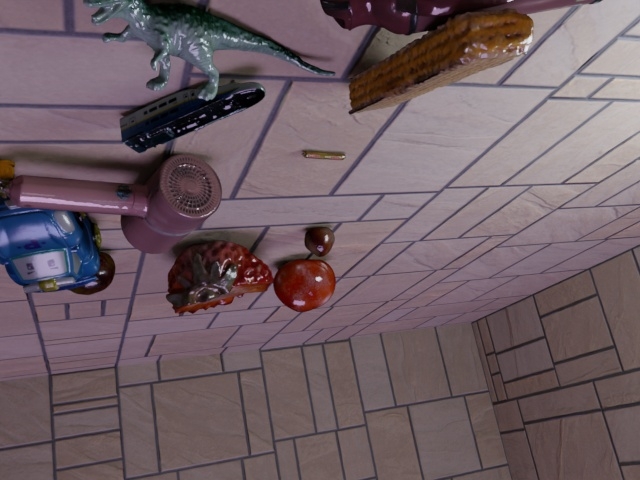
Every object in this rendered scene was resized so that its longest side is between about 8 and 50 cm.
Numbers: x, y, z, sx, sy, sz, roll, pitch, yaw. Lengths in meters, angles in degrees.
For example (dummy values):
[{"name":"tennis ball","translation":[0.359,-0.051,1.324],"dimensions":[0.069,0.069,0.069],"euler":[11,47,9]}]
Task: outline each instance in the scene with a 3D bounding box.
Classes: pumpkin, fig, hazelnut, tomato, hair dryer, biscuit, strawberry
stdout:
[{"name":"pumpkin","translation":[-0.542,-0.100,1.060],"dimensions":[0.074,0.054,0.083],"euler":[3,161,-24]},{"name":"fig","translation":[-0.556,0.085,1.525],"dimensions":[0.109,0.103,0.154],"euler":[27,135,-27]},{"name":"hazelnut","translation":[0.000,0.000,1.644],"dimensions":[0.086,0.086,0.086],"euler":[-10,162,-3]},{"name":"tomato","translation":[-0.045,0.128,1.878],"dimensions":[0.187,0.151,0.187],"euler":[-10,156,-4]},{"name":"hair dryer","translation":[-0.376,-0.068,1.138],"dimensions":[0.352,0.125,0.210],"euler":[5,158,-36]},{"name":"biscuit","translation":[0.136,-0.228,0.856],"dimensions":[0.094,0.054,0.378],"euler":[-13,-174,-16]},{"name":"strawberry","translation":[-0.255,0.084,1.660],"dimensions":[0.265,0.149,0.336],"euler":[-22,170,11]}]

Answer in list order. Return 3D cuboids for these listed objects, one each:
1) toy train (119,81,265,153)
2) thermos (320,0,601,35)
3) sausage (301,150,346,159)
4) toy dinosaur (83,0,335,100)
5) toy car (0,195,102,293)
[{"name":"toy train","translation":[-0.191,-0.198,0.972],"dimensions":[0.233,0.051,0.052],"euler":[-20,160,16]},{"name":"thermos","translation":[0.164,-0.295,0.749],"dimensions":[0.330,0.136,0.109],"euler":[-10,158,-2]},{"name":"sausage","translation":[0.008,-0.164,1.244],"dimensions":[0.100,0.015,0.015],"euler":[0,159,-30]},{"name":"toy dinosaur","translation":[-0.150,-0.232,0.846],"dimensions":[0.383,0.076,0.129],"euler":[2,135,-52]},{"name":"toy car","translation":[-0.533,0.014,1.237],"dimensions":[0.198,0.166,0.314],"euler":[-11,161,-12]}]
